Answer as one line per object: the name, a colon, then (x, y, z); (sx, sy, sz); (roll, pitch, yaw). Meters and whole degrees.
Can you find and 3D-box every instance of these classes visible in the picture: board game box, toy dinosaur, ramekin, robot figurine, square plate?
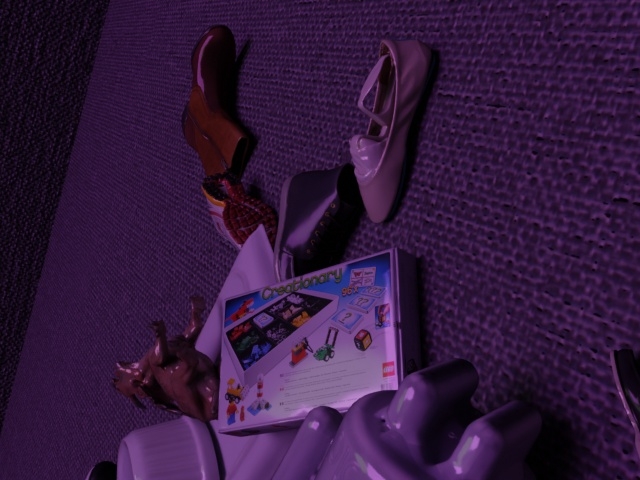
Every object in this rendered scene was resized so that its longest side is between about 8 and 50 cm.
board game box: (-0.009, 0.139, 1.058); (0.305, 0.053, 0.192); (-18, 61, 37)
toy dinosaur: (-0.202, 0.220, 1.255); (0.296, 0.127, 0.200); (31, 121, 46)
ramekin: (-0.254, 0.424, 1.330); (0.273, 0.127, 0.272); (180, 90, -68)
robot figurine: (0.076, 0.287, 0.785); (0.300, 0.200, 0.353); (34, 111, 33)
square plate: (-0.125, 0.209, 1.283); (0.344, 0.049, 0.347); (-62, 36, 38)

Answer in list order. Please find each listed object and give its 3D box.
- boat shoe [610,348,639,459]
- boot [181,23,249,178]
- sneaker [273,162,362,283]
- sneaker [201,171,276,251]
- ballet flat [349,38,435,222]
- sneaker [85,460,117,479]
boat shoe: (0.272, 0.144, 0.667); (0.042, 0.049, 0.133); (-26, 44, 21)
boot: (-0.202, -0.261, 1.613); (0.264, 0.096, 0.280); (-62, 33, 24)
sneaker: (0.000, 0.000, 1.163); (0.118, 0.083, 0.221); (-14, 74, 45)
sneaker: (-0.137, -0.031, 1.436); (0.225, 0.088, 0.092); (-126, 24, -46)
ballet flat: (0.080, -0.149, 1.083); (0.086, 0.086, 0.248); (19, 95, 61)
sneaker: (-0.412, 0.586, 1.659); (0.124, 0.107, 0.283); (-28, 58, 36)
